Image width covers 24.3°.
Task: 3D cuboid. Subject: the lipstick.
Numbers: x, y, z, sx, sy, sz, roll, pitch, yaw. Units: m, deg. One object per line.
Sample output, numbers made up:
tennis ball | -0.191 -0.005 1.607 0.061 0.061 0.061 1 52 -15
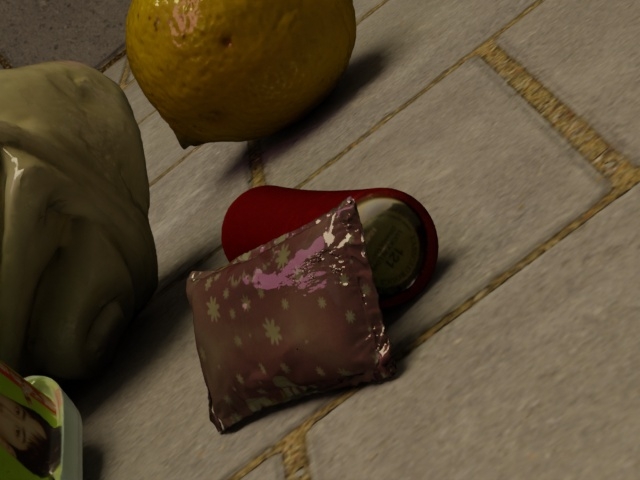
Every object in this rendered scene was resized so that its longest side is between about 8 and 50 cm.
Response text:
lipstick | 0.000 0.000 1.041 0.080 0.080 0.241 -43 15 -14

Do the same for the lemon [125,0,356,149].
lemon | -0.077 -0.223 1.567 0.253 0.228 0.228 -28 19 22

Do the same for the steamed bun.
steamed bun | -0.281 0.034 1.288 0.339 0.247 0.352 -48 -3 28

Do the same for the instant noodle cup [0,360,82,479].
instant noodle cup | -0.359 0.127 1.008 0.294 0.308 0.294 -31 28 19

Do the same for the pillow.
pillow | -0.028 0.050 0.933 0.043 0.118 0.185 1 -19 -39
